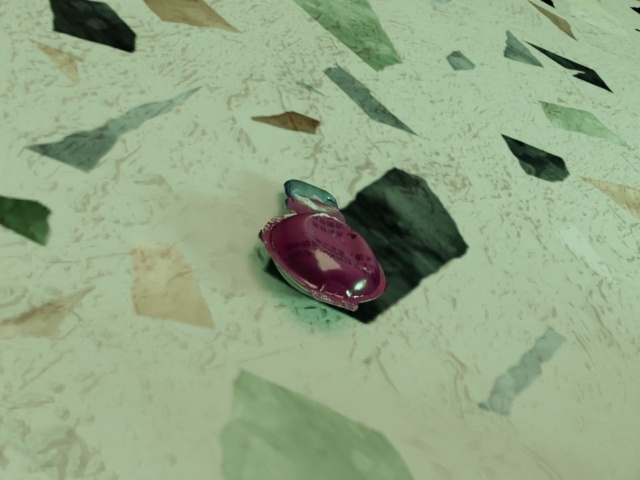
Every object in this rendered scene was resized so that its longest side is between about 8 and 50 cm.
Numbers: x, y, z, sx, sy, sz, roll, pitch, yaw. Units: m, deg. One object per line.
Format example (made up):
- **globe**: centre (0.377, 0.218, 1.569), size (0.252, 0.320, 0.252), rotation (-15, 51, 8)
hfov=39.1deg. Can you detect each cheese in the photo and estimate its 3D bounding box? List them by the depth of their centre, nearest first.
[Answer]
- **cheese**: centre (0.000, 0.000, 0.633), size (0.095, 0.038, 0.145), rotation (19, 30, -19)
